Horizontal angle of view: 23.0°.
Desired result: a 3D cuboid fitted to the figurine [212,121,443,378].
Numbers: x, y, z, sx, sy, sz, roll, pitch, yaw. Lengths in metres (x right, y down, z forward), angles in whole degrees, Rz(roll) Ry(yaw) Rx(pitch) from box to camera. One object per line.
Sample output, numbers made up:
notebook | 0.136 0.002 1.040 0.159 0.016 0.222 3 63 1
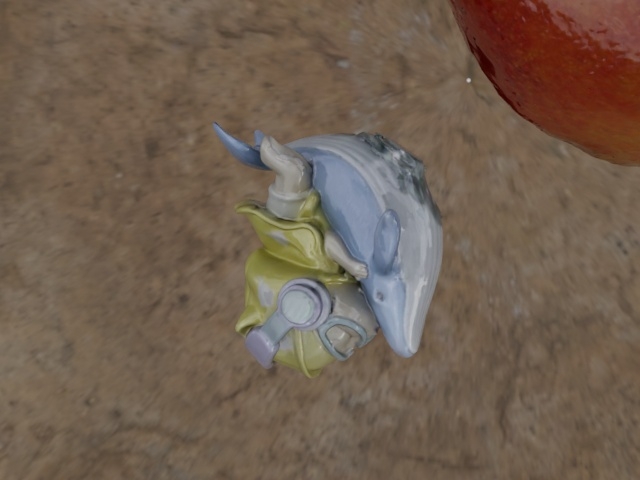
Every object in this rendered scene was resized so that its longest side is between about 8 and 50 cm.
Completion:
figurine | 0.000 0.000 1.114 0.184 0.128 0.208 -45 77 12

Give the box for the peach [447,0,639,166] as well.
peach | 0.167 -0.138 0.752 0.243 0.243 0.199 -8 57 6
